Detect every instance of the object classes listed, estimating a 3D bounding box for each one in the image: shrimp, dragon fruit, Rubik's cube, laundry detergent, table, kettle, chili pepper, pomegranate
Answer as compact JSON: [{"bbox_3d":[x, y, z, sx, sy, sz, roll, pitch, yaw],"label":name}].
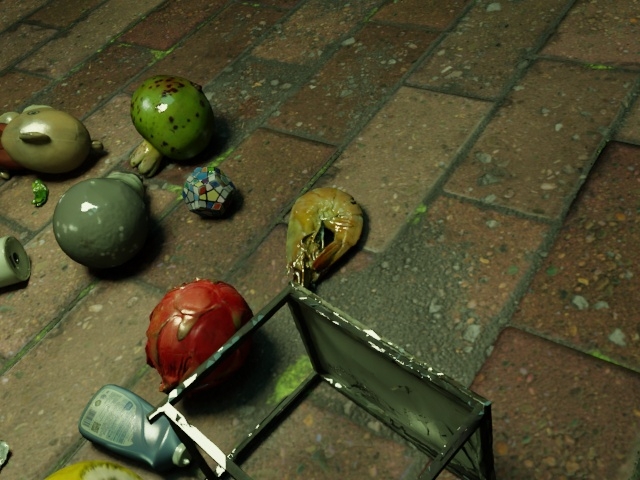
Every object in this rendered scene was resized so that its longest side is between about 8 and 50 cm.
[{"bbox_3d":[0.000,0.000,1.276,0.145,0.061,0.267,8,46,11],"label":"shrimp"},{"bbox_3d":[-0.192,0.152,1.105,0.173,0.172,0.209,-1,56,16],"label":"dragon fruit"},{"bbox_3d":[-0.232,-0.101,1.415,0.093,0.111,0.111,-19,38,-40],"label":"Rubik's cube"},{"bbox_3d":[-0.276,0.297,1.056,0.206,0.061,0.096,16,50,28],"label":"laundry detergent"},{"bbox_3d":[0.006,0.275,0.883,0.335,0.222,0.272,28,58,37],"label":"table"},{"bbox_3d":[-0.688,0.049,1.399,0.148,0.098,0.126,-18,49,3],"label":"kettle"},{"bbox_3d":[-0.660,-0.110,1.600,0.030,0.034,0.091,-43,41,20],"label":"chili pepper"},{"bbox_3d":[-0.351,-0.259,1.558,0.248,0.202,0.202,-50,47,7],"label":"pomegranate"}]

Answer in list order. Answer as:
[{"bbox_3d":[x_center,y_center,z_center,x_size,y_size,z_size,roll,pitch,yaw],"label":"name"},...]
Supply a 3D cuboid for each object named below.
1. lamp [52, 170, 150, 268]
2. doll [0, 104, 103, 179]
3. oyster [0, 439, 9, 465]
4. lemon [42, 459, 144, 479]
[{"bbox_3d":[-0.411,-0.066,1.400,0.182,0.181,0.314,2,29,18],"label":"lamp"},{"bbox_3d":[-0.703,-0.235,1.631,0.330,0.235,0.174,2,90,29],"label":"doll"},{"bbox_3d":[-0.562,0.358,1.107,0.100,0.037,0.098,24,74,10],"label":"oyster"},{"bbox_3d":[-0.296,0.411,0.834,0.219,0.240,0.240,-44,47,2],"label":"lemon"}]
